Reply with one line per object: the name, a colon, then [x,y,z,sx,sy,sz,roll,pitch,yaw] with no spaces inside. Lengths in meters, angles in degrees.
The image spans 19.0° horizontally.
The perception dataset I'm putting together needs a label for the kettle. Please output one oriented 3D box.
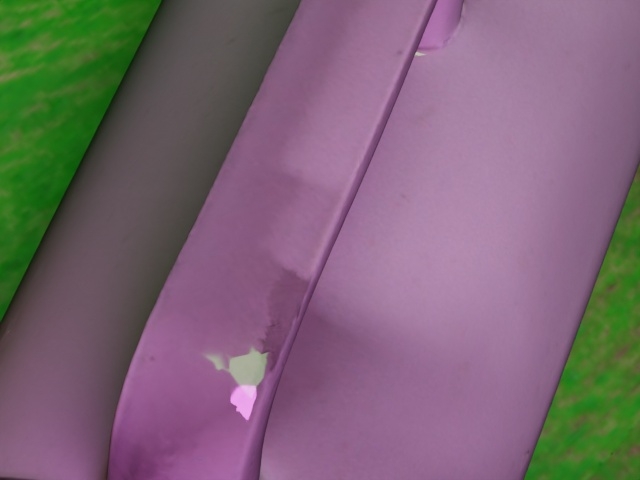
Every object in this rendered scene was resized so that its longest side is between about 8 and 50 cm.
kettle: [0.010,0.010,0.689,0.205,0.265,0.318,38,56,-19]
